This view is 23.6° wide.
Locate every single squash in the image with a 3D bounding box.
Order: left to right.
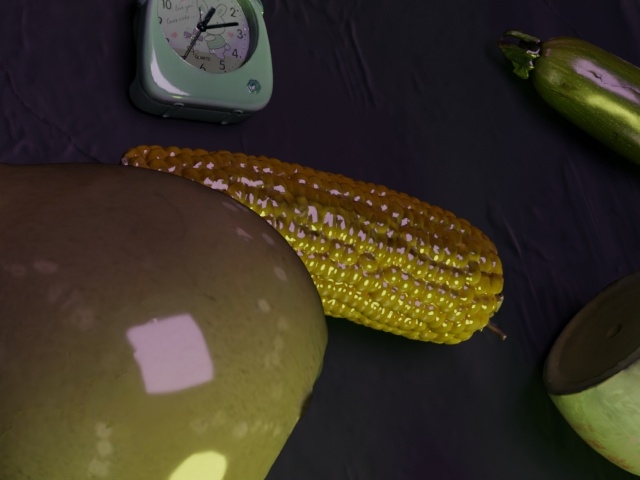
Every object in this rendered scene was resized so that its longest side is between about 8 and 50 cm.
[{"bbox_3d":[0.286,-0.096,1.278,0.319,0.071,0.080,21,64,-25],"label":"squash"}]

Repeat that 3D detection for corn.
[{"bbox_3d":[0.000,0.000,1.060,0.310,0.101,0.101,17,66,-23],"label":"corn"}]

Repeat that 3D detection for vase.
[{"bbox_3d":[-0.185,0.085,0.867,0.302,0.241,0.329,31,87,-6],"label":"vase"}]

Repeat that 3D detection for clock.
[{"bbox_3d":[-0.087,-0.152,1.087,0.101,0.041,0.135,6,71,-29],"label":"clock"}]

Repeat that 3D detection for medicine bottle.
[{"bbox_3d":[0.262,0.112,1.153,0.143,0.147,0.147,46,57,-15],"label":"medicine bottle"}]
